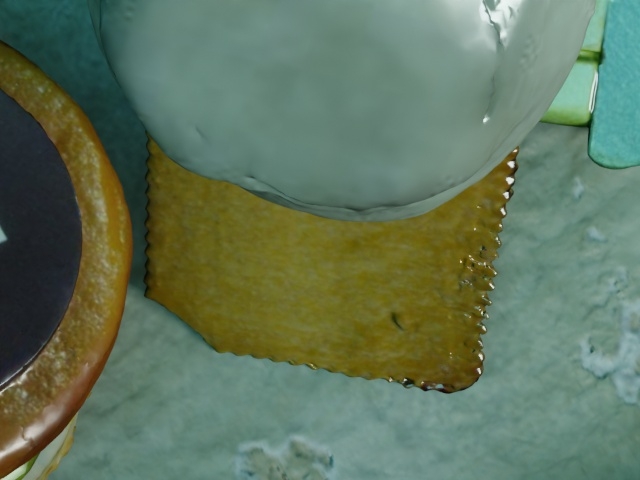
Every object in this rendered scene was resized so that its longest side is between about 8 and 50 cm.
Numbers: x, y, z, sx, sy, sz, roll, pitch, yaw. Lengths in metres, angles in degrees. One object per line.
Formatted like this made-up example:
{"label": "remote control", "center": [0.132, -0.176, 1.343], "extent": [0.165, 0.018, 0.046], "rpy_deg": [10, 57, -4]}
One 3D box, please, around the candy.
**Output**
{"label": "candy", "center": [0.009, -0.150, 1.047], "extent": [0.295, 0.185, 0.295], "rpy_deg": [0, 127, 0]}

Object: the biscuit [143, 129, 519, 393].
{"label": "biscuit", "center": [0.000, 0.000, 1.229], "extent": [0.237, 0.013, 0.232], "rpy_deg": [9, 130, 5]}

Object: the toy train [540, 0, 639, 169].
{"label": "toy train", "center": [0.087, -0.190, 1.197], "extent": [0.397, 0.160, 0.253], "rpy_deg": [8, 103, 5]}

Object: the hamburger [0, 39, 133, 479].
{"label": "hamburger", "center": [-0.287, 0.040, 1.162], "extent": [0.330, 0.250, 0.330], "rpy_deg": [7, 68, -17]}
